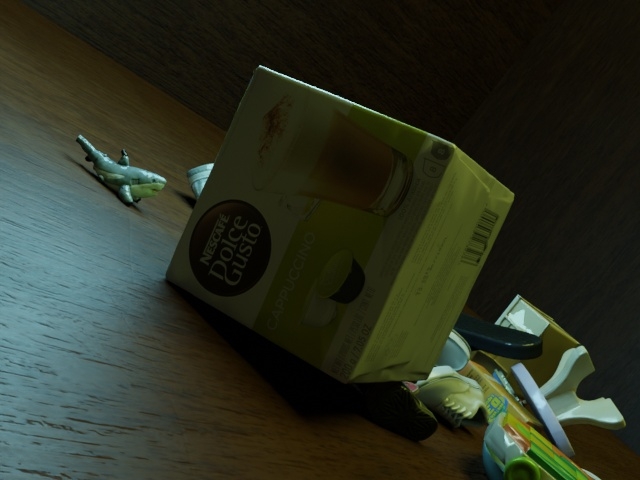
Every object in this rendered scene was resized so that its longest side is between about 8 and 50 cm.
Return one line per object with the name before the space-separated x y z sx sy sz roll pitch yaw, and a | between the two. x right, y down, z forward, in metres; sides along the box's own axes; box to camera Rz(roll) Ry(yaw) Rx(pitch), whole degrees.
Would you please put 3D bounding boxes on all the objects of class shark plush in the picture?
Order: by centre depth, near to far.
shark plush | -0.346 -0.125 1.410 0.161 0.067 0.073 39 8 6

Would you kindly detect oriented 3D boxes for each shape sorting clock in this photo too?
shape sorting clock | 0.486 0.404 2.011 0.206 0.040 0.206 59 9 -14

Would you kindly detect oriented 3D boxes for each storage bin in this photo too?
storage bin | 0.556 0.319 2.271 0.123 0.260 0.262 43 8 38

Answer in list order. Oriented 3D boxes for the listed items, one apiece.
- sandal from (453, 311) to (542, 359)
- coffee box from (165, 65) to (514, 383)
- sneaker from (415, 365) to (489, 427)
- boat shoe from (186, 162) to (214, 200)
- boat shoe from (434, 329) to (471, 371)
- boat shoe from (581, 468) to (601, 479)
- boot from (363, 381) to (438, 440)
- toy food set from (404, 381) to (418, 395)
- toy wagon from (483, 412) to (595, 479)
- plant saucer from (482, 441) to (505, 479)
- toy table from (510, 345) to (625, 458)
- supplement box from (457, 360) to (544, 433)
sandal | 0.375 0.265 2.157 0.168 0.107 0.446 -6 12 -36
coffee box | 0.039 -0.011 1.233 0.334 0.337 0.338 27 5 26
sneaker | 0.251 0.304 1.565 0.258 0.094 0.091 19 35 -47
boat shoe | -0.185 -0.083 1.829 0.320 0.118 0.103 29 48 -66
boat shoe | 0.203 0.215 1.851 0.302 0.113 0.103 27 9 -2
boat shoe | 0.559 0.544 1.653 0.076 0.080 0.228 33 16 -45
boot | 0.091 0.223 1.351 0.189 0.076 0.208 48 5 -42
toy food set | 0.138 0.245 1.471 0.078 0.019 0.122 -13 25 -17
toy wagon | 0.423 0.428 1.379 0.344 0.068 0.267 39 8 13
plant saucer | 0.402 0.472 1.444 0.318 0.043 0.317 38 7 -6
toy table | 0.566 0.360 1.885 0.252 0.161 0.274 58 7 -43
supplement box | 0.403 0.377 1.897 0.080 0.078 0.233 31 9 -42
